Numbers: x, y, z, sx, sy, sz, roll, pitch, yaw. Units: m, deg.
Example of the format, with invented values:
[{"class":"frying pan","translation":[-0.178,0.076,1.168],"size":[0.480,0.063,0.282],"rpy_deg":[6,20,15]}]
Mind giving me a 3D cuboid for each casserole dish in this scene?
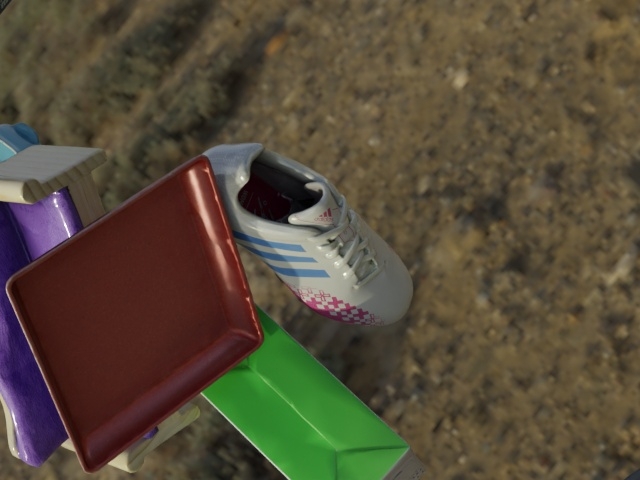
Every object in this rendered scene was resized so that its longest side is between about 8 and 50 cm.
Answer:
[{"class":"casserole dish","translation":[-0.404,-0.058,1.738],"size":[0.114,0.037,0.188],"rpy_deg":[32,103,29]}]

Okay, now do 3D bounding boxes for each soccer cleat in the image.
[{"class":"soccer cleat","translation":[0.000,0.000,1.578],"size":[0.143,0.331,0.116],"rpy_deg":[-14,50,53]}]

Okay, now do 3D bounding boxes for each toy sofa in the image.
[{"class":"toy sofa","translation":[-0.290,0.085,1.581],"size":[0.150,0.363,0.177],"rpy_deg":[7,32,46]}]

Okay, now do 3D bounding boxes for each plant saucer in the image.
[{"class":"plant saucer","translation":[-0.194,0.072,1.478],"size":[0.259,0.258,0.047],"rpy_deg":[-37,38,-29]}]

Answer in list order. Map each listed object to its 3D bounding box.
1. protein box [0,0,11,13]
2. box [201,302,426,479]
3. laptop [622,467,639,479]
[{"class":"protein box","translation":[-0.321,-0.271,1.015],"size":[0.200,0.201,0.136],"rpy_deg":[89,-153,-59]},{"class":"box","translation":[-0.016,0.219,1.679],"size":[0.127,0.262,0.231],"rpy_deg":[-47,-18,-4]},{"class":"laptop","translation":[0.343,0.374,1.066],"size":[0.382,0.408,0.236],"rpy_deg":[-28,-10,-31]}]
